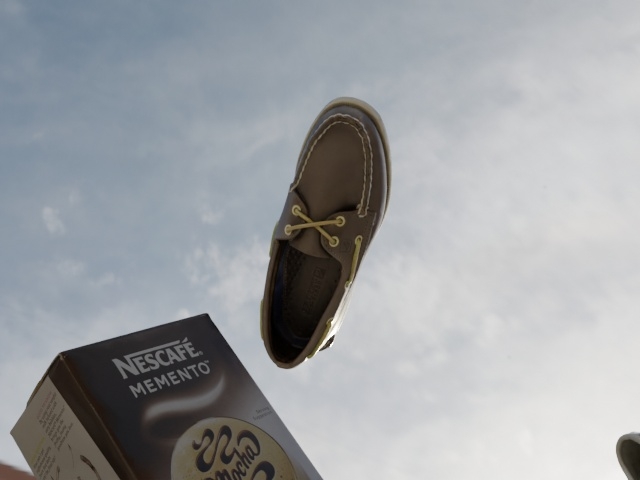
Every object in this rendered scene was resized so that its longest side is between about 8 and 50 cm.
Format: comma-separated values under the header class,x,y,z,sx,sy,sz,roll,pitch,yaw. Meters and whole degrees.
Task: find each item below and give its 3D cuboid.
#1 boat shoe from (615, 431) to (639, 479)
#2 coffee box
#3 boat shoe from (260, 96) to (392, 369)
class,x,y,z,sx,sy,sz,roll,pitch,yaw
boat shoe,0.309,0.230,0.722,0.088,0.267,0.096,0,-64,-4
coffee box,-0.097,0.220,0.750,0.168,0.297,0.119,-13,-31,-51
boat shoe,0.000,0.000,1.046,0.116,0.097,0.325,20,-61,10
